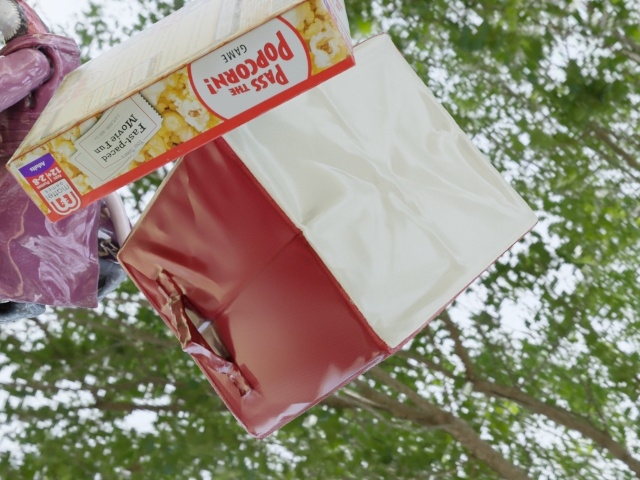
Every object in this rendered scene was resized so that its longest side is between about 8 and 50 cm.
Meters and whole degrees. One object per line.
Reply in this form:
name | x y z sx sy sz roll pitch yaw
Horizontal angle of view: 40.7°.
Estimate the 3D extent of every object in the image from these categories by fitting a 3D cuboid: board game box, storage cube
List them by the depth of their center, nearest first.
board game box | -0.078 -0.102 0.513 0.193 0.045 0.147 -25 -152 13
storage cube | 0.000 0.000 0.629 0.215 0.184 0.193 -34 174 -40

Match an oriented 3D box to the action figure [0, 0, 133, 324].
action figure | -0.296 -0.100 0.908 0.248 0.275 0.370 -81 171 -81
